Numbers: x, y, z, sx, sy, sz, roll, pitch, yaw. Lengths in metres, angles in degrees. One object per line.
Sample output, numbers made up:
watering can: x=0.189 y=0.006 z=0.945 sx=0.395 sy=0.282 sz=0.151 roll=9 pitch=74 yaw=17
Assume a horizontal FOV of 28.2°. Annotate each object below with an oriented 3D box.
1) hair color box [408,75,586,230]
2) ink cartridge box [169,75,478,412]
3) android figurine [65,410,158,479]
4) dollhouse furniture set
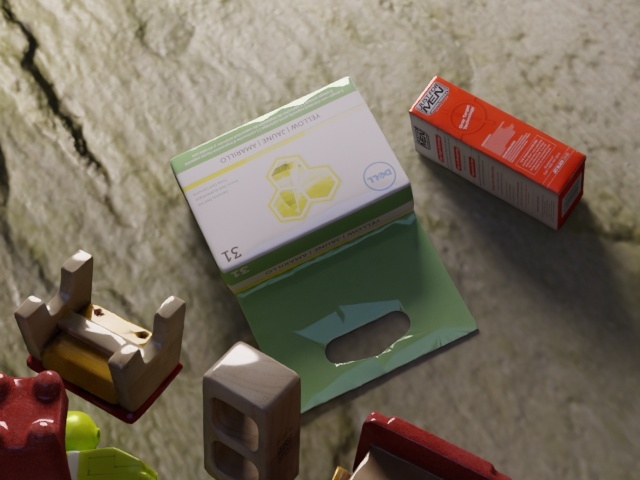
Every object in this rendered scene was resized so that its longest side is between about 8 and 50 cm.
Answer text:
hair color box: x=0.142 y=-0.070 z=1.029 sx=0.141 sy=0.072 sz=0.043 roll=31 pitch=74 yaw=20
ink cartridge box: x=0.000 y=0.000 z=1.030 sx=0.171 sy=0.056 sz=0.235 roll=-25 pitch=62 yaw=-4
android figurine: x=-0.213 y=0.245 z=0.948 sx=0.273 sy=0.056 sz=0.248 roll=-7 pitch=63 yaw=8
dollhouse furniture set: x=-0.077 y=0.189 z=0.868 sx=0.374 sy=0.152 sz=0.201 roll=25 pitch=49 yaw=20
